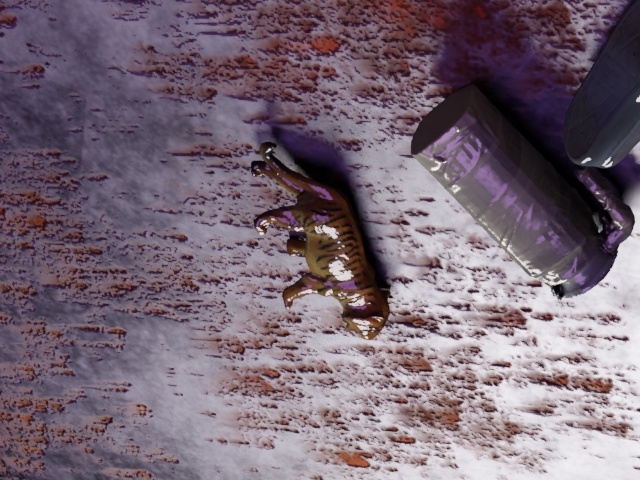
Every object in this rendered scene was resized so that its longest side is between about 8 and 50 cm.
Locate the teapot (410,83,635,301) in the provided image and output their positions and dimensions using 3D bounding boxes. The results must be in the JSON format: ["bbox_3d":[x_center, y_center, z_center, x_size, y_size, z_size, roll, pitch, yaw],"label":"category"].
[{"bbox_3d":[0.182,-0.046,1.620,0.107,0.077,0.200,-36,110,26],"label":"teapot"}]

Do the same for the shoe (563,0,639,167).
[{"bbox_3d":[0.267,-0.129,1.498,0.078,0.079,0.195,6,140,-29],"label":"shoe"}]

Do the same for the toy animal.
[{"bbox_3d":[0.000,0.000,1.790,0.099,0.057,0.241,-1,130,22],"label":"toy animal"}]
